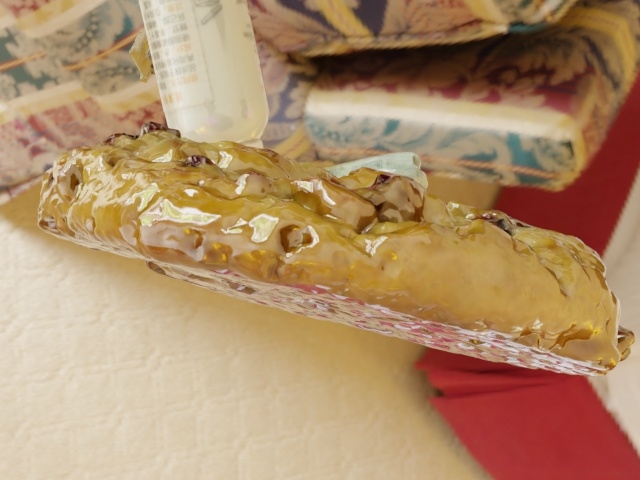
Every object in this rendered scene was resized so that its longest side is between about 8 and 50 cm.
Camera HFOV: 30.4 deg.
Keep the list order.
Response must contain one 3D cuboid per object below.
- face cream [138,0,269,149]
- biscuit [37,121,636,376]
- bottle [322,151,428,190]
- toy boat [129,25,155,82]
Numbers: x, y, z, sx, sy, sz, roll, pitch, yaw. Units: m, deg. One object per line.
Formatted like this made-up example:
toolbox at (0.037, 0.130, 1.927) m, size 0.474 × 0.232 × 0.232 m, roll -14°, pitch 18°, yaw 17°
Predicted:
face cream at (-0.090, -0.154, 0.886) m, size 0.082 × 0.082 × 0.269 m, roll -20°, pitch 101°, yaw -43°
biscuit at (0.004, 0.001, 0.612) m, size 0.289 × 0.334 × 0.081 m, roll 17°, pitch 86°, yaw -33°
bottle at (-0.017, -0.031, 1.276) m, size 0.083 × 0.269 × 0.083 m, roll -13°, pitch 90°, yaw -77°
toy boat at (-0.171, -0.244, 1.350) m, size 0.049 × 0.149 × 0.047 m, roll 29°, pitch 25°, yaw -22°
